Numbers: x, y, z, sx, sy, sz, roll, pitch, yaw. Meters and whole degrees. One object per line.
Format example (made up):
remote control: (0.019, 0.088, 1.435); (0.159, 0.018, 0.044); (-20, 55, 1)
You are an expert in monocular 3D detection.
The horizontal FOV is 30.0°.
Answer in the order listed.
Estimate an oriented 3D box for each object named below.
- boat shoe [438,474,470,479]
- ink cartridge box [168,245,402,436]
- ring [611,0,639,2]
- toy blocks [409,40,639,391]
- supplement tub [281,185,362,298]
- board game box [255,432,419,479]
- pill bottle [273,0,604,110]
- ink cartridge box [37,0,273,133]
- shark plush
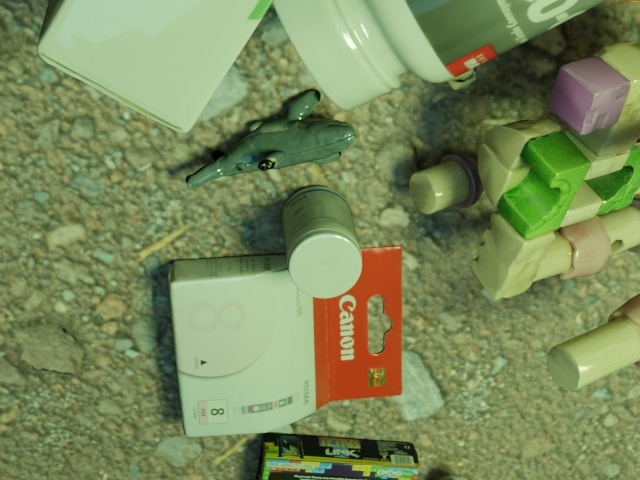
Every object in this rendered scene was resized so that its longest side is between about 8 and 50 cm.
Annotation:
boat shoe: (0.148, 0.347, 1.348); (0.075, 0.083, 0.226); (2, 130, -20)
ink cartridge box: (-0.030, 0.103, 1.208); (0.232, 0.066, 0.189); (-2, 118, 0)
ring: (0.285, -0.367, 1.003); (0.336, 0.032, 0.337); (-2, 118, -3)
toy blocks: (0.270, -0.085, 1.059); (0.260, 0.309, 0.289); (-19, 145, -29)
supplement tub: (0.000, 0.000, 1.125); (0.071, 0.107, 0.071); (-2, 118, -4)
board game box: (0.012, 0.285, 1.310); (0.170, 0.048, 0.141); (6, 119, -9)
pill bottle: (0.113, -0.216, 0.877); (0.283, 0.161, 0.161); (-26, 117, 16)
ink cartridge box: (-0.102, -0.243, 0.887); (0.121, 0.289, 0.211); (27, 112, -21)
shark plush: (-0.048, -0.087, 1.097); (0.161, 0.067, 0.073); (-8, 118, -1)
